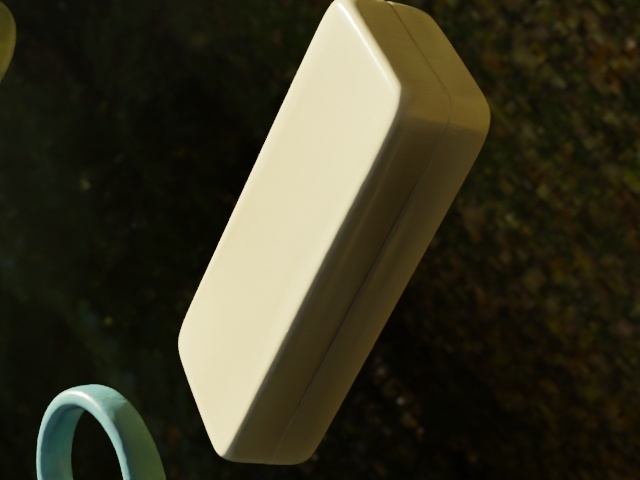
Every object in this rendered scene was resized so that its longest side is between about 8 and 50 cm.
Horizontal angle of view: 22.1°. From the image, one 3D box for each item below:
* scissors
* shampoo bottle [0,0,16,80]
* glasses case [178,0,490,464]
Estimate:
[{"bbox_3d":[-0.036,0.212,0.892,0.447,0.029,0.193,16,110,50],"label":"scissors"},{"bbox_3d":[-0.294,-0.144,0.912,0.118,0.087,0.234,-7,156,39],"label":"shampoo bottle"},{"bbox_3d":[0.000,0.000,1.167,0.076,0.336,0.144,7,-142,-29],"label":"glasses case"}]
